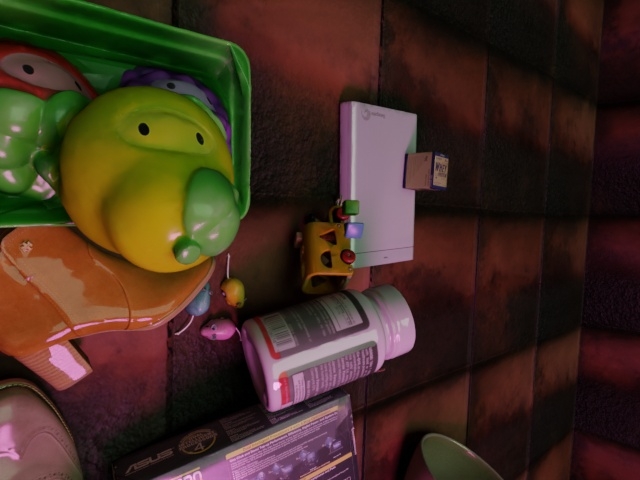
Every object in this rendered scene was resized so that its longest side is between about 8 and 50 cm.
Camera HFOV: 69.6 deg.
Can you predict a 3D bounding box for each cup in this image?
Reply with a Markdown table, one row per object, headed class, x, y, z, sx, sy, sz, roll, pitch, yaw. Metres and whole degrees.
| class | x | y | z | sx | sy | sz | roll | pitch | yaw |
| --- | --- | --- | --- | --- | --- | --- | --- | --- | --- |
| cup | 0.329 | 0.706 | 1.169 | 0.331 | 0.331 | 0.237 | 21 | 106 | -42 |

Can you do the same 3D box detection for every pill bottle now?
| class | x | y | z | sx | sy | sz | roll | pitch | yaw |
| --- | --- | --- | --- | --- | --- | --- | --- | --- | --- |
| pill bottle | 0.015 | 0.181 | 0.828 | 0.283 | 0.161 | 0.161 | -14 | 104 | -21 |

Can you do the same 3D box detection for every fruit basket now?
| class | x | y | z | sx | sy | sz | roll | pitch | yaw |
| --- | --- | --- | --- | --- | --- | --- | --- | --- | --- |
| fruit basket | -0.218 | -0.119 | 0.515 | 0.392 | 0.392 | 0.283 | -4 | 97 | -43 |

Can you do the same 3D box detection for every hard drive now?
| class | x | y | z | sx | sy | sz | roll | pitch | yaw |
| --- | --- | --- | --- | --- | --- | --- | --- | --- | --- |
| hard drive | 0.137 | -0.122 | 1.058 | 0.233 | 0.047 | 0.353 | -5 | 97 | -43 |

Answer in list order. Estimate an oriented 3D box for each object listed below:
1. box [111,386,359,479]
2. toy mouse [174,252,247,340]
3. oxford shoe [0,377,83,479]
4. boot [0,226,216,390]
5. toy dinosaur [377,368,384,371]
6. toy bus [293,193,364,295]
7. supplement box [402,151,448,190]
| class | x | y | z | sx | sy | sz | roll | pitch | yaw |
| --- | --- | --- | --- | --- | --- | --- | --- | --- | --- |
| box | -0.116 | 0.457 | 0.793 | 0.394 | 0.097 | 0.318 | -15 | 106 | -27 |
| toy mouse | -0.184 | 0.125 | 0.794 | 0.143 | 0.031 | 0.161 | -30 | 114 | -37 |
| oxford shoe | -0.353 | 0.345 | 0.591 | 0.123 | 0.130 | 0.348 | -22 | 108 | -40 |
| boot | -0.303 | 0.039 | 0.628 | 0.295 | 0.104 | 0.211 | -40 | 120 | -28 |
| toy dinosaur | 0.026 | 0.279 | 0.939 | 0.211 | 0.112 | 0.064 | -26 | 127 | 3 |
| toy bus | 0.002 | 0.007 | 0.902 | 0.104 | 0.202 | 0.191 | 3 | 100 | -13 |
| supplement box | 0.243 | -0.159 | 1.065 | 0.056 | 0.083 | 0.083 | 1 | 93 | -43 |
